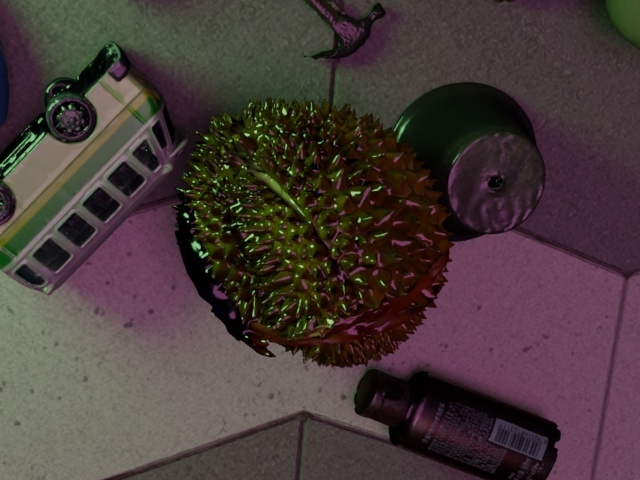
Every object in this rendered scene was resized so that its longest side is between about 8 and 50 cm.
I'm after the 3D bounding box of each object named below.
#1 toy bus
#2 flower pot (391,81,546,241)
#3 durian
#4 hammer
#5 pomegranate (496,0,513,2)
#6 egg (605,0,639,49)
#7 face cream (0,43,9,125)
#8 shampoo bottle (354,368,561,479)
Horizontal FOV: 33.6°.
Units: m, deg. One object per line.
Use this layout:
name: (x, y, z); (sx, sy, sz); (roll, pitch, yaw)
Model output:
toy bus: (-0.310, -0.088, 1.339); (0.305, 0.143, 0.179); (-46, 114, 1)
flower pot: (0.217, -0.094, 1.468); (0.235, 0.148, 0.235); (-3, 107, -12)
durian: (-0.004, 0.000, 1.352); (0.348, 0.347, 0.384); (-38, 128, -1)
hammer: (-0.048, -0.358, 1.387); (0.297, 0.027, 0.125); (43, 88, -21)
pomegranate: (0.275, -0.413, 1.383); (0.214, 0.214, 0.247); (1, 143, -15)
egg: (0.520, -0.353, 1.429); (0.269, 0.219, 0.219); (-15, 110, 8)
face cream: (-0.473, -0.251, 1.280); (0.149, 0.083, 0.263); (-21, 110, -11)
shampoo bottle: (0.206, 0.283, 1.611); (0.323, 0.084, 0.129); (22, 96, -18)
